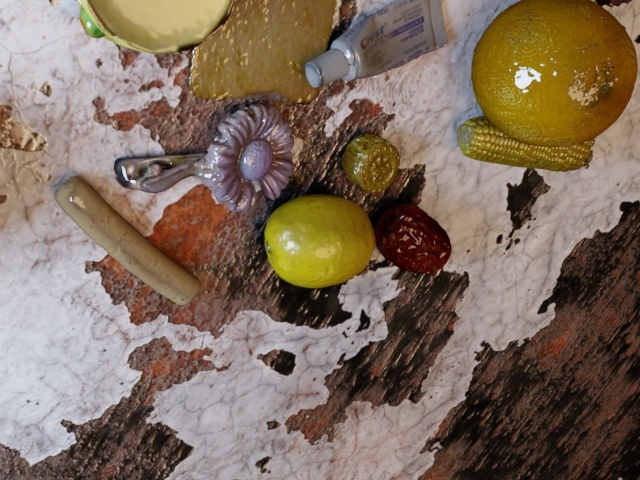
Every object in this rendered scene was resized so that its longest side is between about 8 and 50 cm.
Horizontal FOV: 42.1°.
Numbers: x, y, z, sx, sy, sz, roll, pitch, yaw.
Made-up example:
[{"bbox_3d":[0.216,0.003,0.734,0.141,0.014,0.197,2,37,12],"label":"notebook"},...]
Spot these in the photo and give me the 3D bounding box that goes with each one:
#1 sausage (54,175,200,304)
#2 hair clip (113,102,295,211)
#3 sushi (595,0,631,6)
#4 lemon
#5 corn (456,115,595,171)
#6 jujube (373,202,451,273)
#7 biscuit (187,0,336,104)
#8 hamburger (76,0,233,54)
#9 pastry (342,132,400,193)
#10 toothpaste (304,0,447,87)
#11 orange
[{"bbox_3d":[-0.302,0.007,1.317,0.066,0.066,0.301,-44,128,-1],"label":"sausage"},{"bbox_3d":[-0.170,-0.119,1.315,0.300,0.069,0.173,-14,123,-24],"label":"hair clip"},{"bbox_3d":[0.482,-0.534,1.393,0.270,0.171,0.237,27,101,-41],"label":"sushi"},{"bbox_3d":[0.000,0.000,1.425,0.207,0.170,0.170,-6,120,-30],"label":"lemon"},{"bbox_3d":[0.392,-0.190,1.587,0.305,0.106,0.106,3,115,-28],"label":"corn"},{"bbox_3d":[0.177,0.002,1.566,0.112,0.109,0.176,-27,140,30],"label":"jujube"},{"bbox_3d":[-0.083,-0.327,1.281,0.232,0.013,0.237,-2,118,-29],"label":"biscuit"},{"bbox_3d":[-0.231,-0.355,1.093,0.237,0.149,0.237,-10,113,-26],"label":"hamburger"},{"bbox_3d":[0.089,-0.137,1.468,0.097,0.057,0.109,-40,132,-11],"label":"pastry"},{"bbox_3d":[0.097,-0.321,1.362,0.282,0.068,0.099,-29,156,-23],"label":"toothpaste"},{"bbox_3d":[0.395,-0.287,1.418,0.274,0.274,0.274,-14,123,-23],"label":"orange"}]
